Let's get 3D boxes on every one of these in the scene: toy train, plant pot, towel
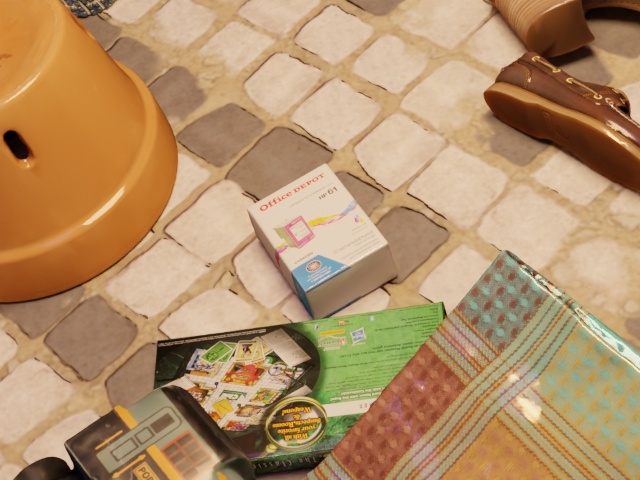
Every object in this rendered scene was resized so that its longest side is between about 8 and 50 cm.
[{"bbox_3d":[-0.093,0.259,0.982,0.190,0.142,0.334,-35,56,-18],"label":"toy train"},{"bbox_3d":[-0.307,-0.116,1.302,0.290,0.203,0.291,-8,50,10],"label":"plant pot"},{"bbox_3d":[0.174,0.207,0.957,0.271,0.040,0.370,-50,55,4],"label":"towel"}]

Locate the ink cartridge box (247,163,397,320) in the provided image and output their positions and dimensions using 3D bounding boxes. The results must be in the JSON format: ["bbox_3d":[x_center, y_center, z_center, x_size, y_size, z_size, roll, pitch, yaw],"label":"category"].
[{"bbox_3d":[0.000,0.000,1.220,0.088,0.052,0.122,-30,50,-8],"label":"ink cartridge box"}]

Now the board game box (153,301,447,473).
[{"bbox_3d":[-0.017,0.130,1.139,0.259,0.030,0.136,-8,49,10],"label":"board game box"}]

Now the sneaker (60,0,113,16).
[{"bbox_3d":[-0.250,-0.300,1.536,0.135,0.052,0.058,-18,40,-8],"label":"sneaker"}]

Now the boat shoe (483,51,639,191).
[{"bbox_3d":[0.246,-0.117,1.228,0.073,0.073,0.207,-43,54,-15],"label":"boat shoe"}]

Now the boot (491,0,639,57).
[{"bbox_3d":[0.300,-0.304,1.355,0.283,0.109,0.220,-22,46,8],"label":"boot"}]
